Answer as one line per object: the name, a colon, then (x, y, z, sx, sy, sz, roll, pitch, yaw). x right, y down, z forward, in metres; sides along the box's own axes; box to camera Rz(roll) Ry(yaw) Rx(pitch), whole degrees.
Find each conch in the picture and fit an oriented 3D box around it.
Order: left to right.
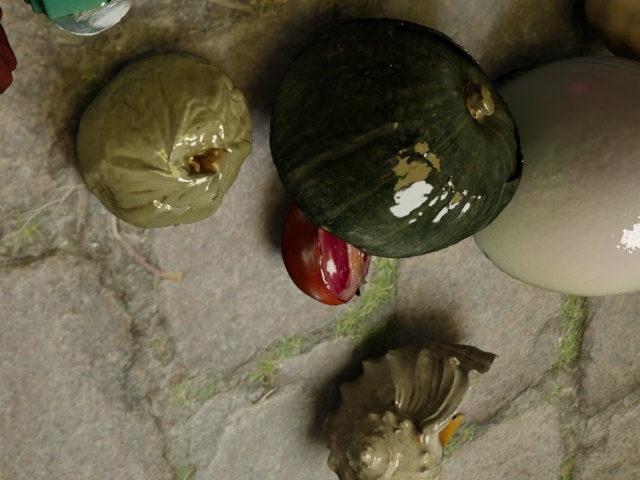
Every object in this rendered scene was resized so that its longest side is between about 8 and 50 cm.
conch: (0.142, 0.261, 1.739, 0.297, 0.210, 0.352, -51, 178, 22)

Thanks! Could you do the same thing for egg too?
egg: (0.429, -0.088, 1.542, 0.355, 0.340, 0.354, -4, 97, -37)

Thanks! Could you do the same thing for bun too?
bun: (-0.168, -0.108, 1.291, 0.220, 0.134, 0.220, -19, 125, -29)

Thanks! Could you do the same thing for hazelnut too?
hazelnut: (0.521, -0.357, 1.598, 0.261, 0.241, 0.261, -2, 135, -2)

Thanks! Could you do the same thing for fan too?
fan: (-0.233, -0.302, 1.202, 0.175, 0.005, 0.113, -47, 135, -1)

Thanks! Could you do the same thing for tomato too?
tomato: (0.000, 0.000, 1.525, 0.189, 0.099, 0.173, -54, 135, -55)

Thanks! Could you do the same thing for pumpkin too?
pumpkin: (0.101, -0.128, 1.390, 0.257, 0.291, 0.328, -26, 162, 32)

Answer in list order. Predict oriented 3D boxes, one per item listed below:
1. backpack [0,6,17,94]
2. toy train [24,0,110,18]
backpack: (-0.376, -0.203, 1.013, 0.139, 0.229, 0.229, -47, 135, -6)
toy train: (-0.236, -0.302, 1.078, 0.154, 0.198, 0.107, -18, 131, -8)
